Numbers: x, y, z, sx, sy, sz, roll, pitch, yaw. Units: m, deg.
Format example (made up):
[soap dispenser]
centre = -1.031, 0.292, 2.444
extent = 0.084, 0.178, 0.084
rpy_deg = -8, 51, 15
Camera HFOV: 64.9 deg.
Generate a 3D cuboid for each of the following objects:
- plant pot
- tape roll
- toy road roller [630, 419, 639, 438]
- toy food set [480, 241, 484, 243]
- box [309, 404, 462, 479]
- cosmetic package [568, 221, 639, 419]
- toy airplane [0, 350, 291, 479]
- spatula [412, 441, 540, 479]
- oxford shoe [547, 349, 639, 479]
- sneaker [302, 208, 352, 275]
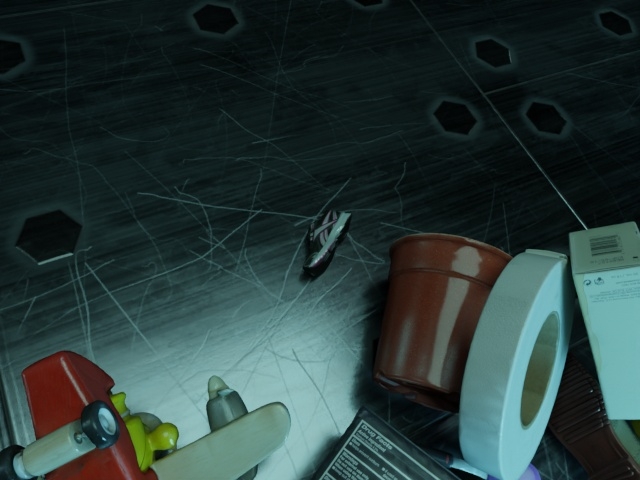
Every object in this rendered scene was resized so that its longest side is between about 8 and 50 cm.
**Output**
[plant pot]
centre = 0.229, 0.168, 0.956
extent = 0.272, 0.272, 0.265
rpy_deg = 19, 68, 0
[tape roll]
centre = 0.352, 0.212, 0.875
extent = 0.071, 0.392, 0.392
rpy_deg = 12, 52, 38
[toy road roller]
centre = 0.752, 0.278, 1.002
extent = 0.329, 0.203, 0.241
rpy_deg = 9, 43, -28
[toy food set]
centre = 0.381, 0.051, 1.176
extent = 0.077, 0.019, 0.122
rpy_deg = -5, 55, -14
[box]
centre = 0.092, 0.479, 0.765
extent = 0.296, 0.183, 0.294
rpy_deg = 34, 59, 20
[cosmetic package]
centre = 0.530, 0.143, 0.886
extent = 0.160, 0.113, 0.310
rpy_deg = -50, 123, -55
[toy airplane]
centre = -0.274, 0.370, 0.760
extent = 0.385, 0.272, 0.385
rpy_deg = 17, 97, -11
[spatula]
centre = 0.265, 0.420, 0.941
extent = 0.296, 0.030, 0.084
rpy_deg = 18, 59, -1
[oxford shoe]
centre = 0.545, 0.373, 0.996
extent = 0.130, 0.123, 0.349
rpy_deg = 13, 48, -41
[sneaker]
centre = 0.000, 0.000, 1.109
extent = 0.077, 0.072, 0.178
rpy_deg = 22, 51, 15
